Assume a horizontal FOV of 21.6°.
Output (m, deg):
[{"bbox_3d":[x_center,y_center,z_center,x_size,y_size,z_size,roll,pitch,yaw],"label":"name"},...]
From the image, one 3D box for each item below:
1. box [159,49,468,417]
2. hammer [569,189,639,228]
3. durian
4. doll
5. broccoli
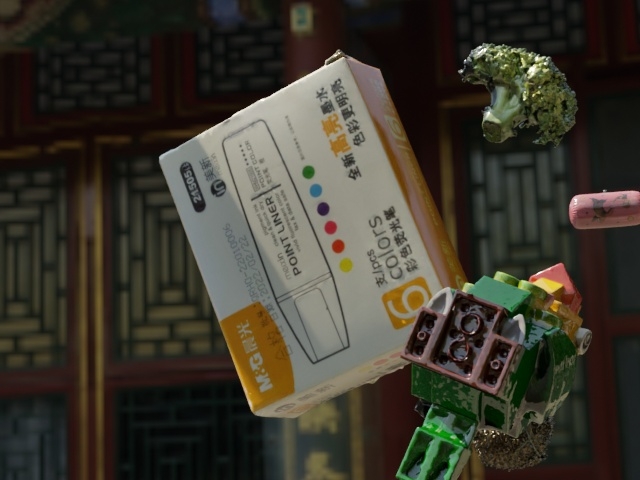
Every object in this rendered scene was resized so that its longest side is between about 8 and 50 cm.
[{"bbox_3d":[0.000,0.000,1.523,0.221,0.273,0.091,-29,-16,19],"label":"box"},{"bbox_3d":[0.314,-0.034,1.832,0.083,0.043,0.043,-5,-12,11],"label":"hammer"},{"bbox_3d":[0.174,0.177,1.564,0.091,0.080,0.080,-8,-12,5],"label":"durian"},{"bbox_3d":[0.128,0.087,1.183,0.106,0.134,0.186,19,22,29],"label":"doll"},{"bbox_3d":[0.178,-0.133,1.531,0.095,0.092,0.097,10,-35,55],"label":"broccoli"}]
